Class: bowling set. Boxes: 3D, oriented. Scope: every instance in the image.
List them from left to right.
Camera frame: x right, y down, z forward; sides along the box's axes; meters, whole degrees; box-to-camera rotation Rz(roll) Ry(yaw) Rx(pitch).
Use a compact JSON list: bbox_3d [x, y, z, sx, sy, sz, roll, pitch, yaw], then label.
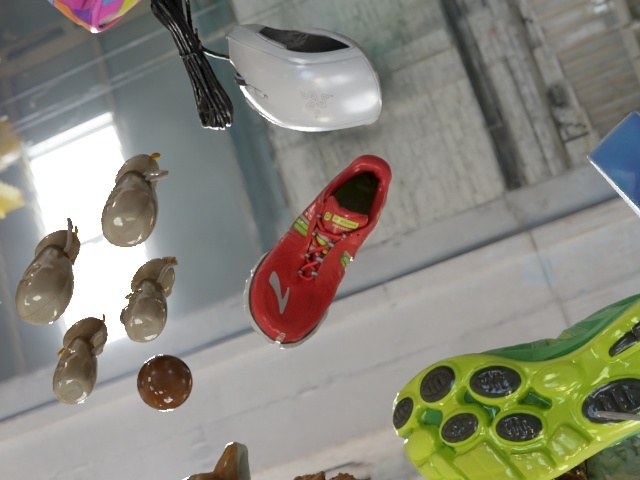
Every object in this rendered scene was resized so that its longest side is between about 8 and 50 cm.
[{"bbox_3d":[-0.214,0.076,1.126,0.200,0.287,0.154,51,-169,-21],"label":"bowling set"}]

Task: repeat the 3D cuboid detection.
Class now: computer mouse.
[{"bbox_3d":[-0.040,-0.111,0.777,0.042,0.193,0.106,-36,-56,-32],"label":"computer mouse"}]

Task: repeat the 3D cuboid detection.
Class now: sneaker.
[{"bbox_3d":[0.000,0.000,1.379,0.107,0.118,0.279,30,-122,0],"label":"sneaker"},{"bbox_3d":[0.191,0.110,0.845,0.123,0.295,0.109,8,-118,-62],"label":"sneaker"}]

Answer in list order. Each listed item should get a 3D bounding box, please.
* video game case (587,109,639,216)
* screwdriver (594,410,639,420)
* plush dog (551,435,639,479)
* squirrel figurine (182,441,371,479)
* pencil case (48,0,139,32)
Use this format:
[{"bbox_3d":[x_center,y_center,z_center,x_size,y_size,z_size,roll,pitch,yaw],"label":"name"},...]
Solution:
[{"bbox_3d":[0.362,0.036,0.973,0.244,0.061,0.269,29,-159,-54],"label":"video game case"},{"bbox_3d":[0.261,0.115,0.735,0.024,0.170,0.025,-30,-54,-69],"label":"screwdriver"},{"bbox_3d":[0.234,0.263,0.935,0.262,0.211,0.225,9,-99,-40],"label":"plush dog"},{"bbox_3d":[-0.036,0.402,1.274,0.370,0.281,0.397,42,-170,2],"label":"squirrel figurine"},{"bbox_3d":[-0.228,-0.258,0.864,0.236,0.104,0.104,37,-161,-1],"label":"pencil case"}]
